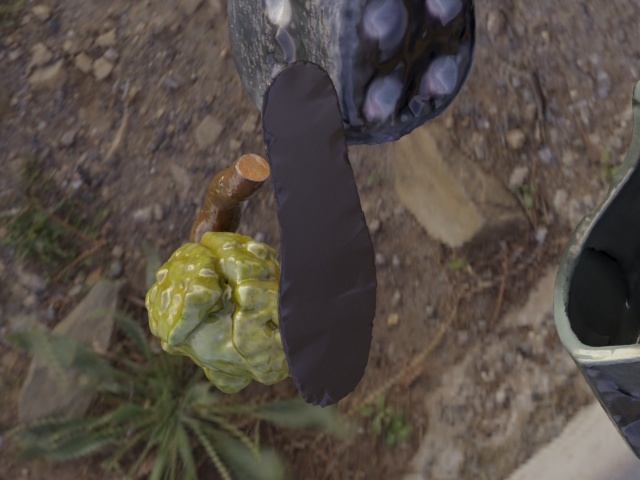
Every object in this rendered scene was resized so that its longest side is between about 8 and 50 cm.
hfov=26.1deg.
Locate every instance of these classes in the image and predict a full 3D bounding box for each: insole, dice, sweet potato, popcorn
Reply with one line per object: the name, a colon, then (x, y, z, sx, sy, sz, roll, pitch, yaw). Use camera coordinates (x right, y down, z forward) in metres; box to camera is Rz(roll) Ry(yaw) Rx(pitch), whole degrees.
insole: (0.000, 0.000, 1.195, 0.111, 0.007, 0.327, -25, 121, -32)
dice: (0.030, -0.206, 1.321, 0.181, 0.182, 0.183, 26, 130, 42)
sweet potato: (-0.143, -0.027, 1.902, 0.059, 0.067, 0.281, -10, 152, -31)
popcorn: (-0.107, 0.095, 1.805, 0.256, 0.255, 0.194, 15, 75, 14)

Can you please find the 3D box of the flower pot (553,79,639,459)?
flower pot: (0.217, 0.010, 0.796, 0.103, 0.229, 0.108, 0, 140, 38)
